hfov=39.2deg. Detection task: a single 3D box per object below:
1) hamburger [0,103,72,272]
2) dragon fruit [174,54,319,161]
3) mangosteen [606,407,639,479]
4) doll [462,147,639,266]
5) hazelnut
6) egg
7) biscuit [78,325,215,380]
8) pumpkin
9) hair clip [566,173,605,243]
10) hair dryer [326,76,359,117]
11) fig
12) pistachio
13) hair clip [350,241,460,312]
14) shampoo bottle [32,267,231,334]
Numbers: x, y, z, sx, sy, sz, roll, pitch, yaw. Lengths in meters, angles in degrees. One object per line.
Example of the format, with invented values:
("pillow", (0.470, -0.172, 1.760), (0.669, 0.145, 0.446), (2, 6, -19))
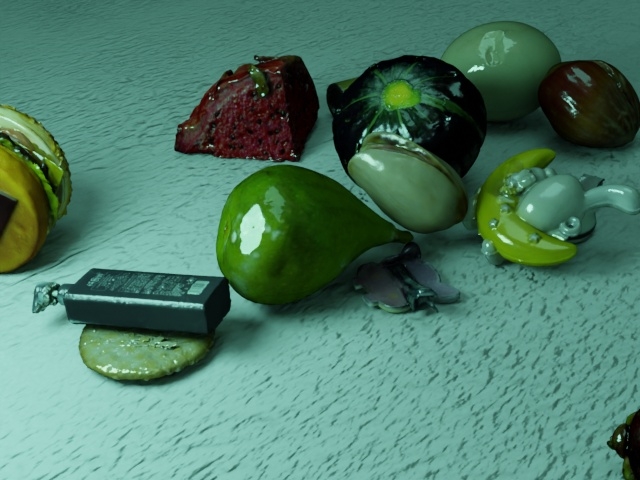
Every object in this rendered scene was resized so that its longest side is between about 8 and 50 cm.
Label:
("hamburger", (-0.580, -0.101, 1.581), (0.290, 0.291, 0.225), (3, 33, 10))
("dragon fruit", (-0.164, -0.253, 1.907), (0.330, 0.302, 0.240), (-19, 64, 5))
("mangosteen", (0.408, 0.244, 1.070), (0.140, 0.140, 0.140), (-3, 31, 2))
("doll", (0.370, -0.051, 1.508), (0.252, 0.111, 0.237), (-34, 42, -5))
("hazelnut", (0.561, -0.282, 1.847), (0.212, 0.181, 0.180), (-18, 19, -39))
("egg", (0.387, -0.367, 1.963), (0.269, 0.219, 0.219), (-13, 28, 17))
("biscuit", (-0.264, 0.144, 1.375), (0.219, 0.033, 0.220), (-3, 28, 2))
("pumpkin", (0.171, -0.198, 1.729), (0.295, 0.296, 0.296), (-3, 31, 2))
("hair clip", (0.429, -0.051, 1.605), (0.140, 0.054, 0.220), (27, 46, 34))
("hair dryer", (0.141, -0.280, 1.991), (0.134, 0.090, 0.278), (-18, 40, -26))
("fig", (-0.029, 0.007, 1.458), (0.314, 0.233, 0.233), (24, 8, -43))
("pistachio", (0.153, -0.097, 1.526), (0.215, 0.144, 0.144), (35, 36, -4))
("hair clip", (0.134, 0.070, 1.447), (0.146, 0.056, 0.187), (-15, 24, -16))
("shampoo bottle", (-0.297, 0.088, 1.375), (0.309, 0.071, 0.098), (4, 28, 17))
